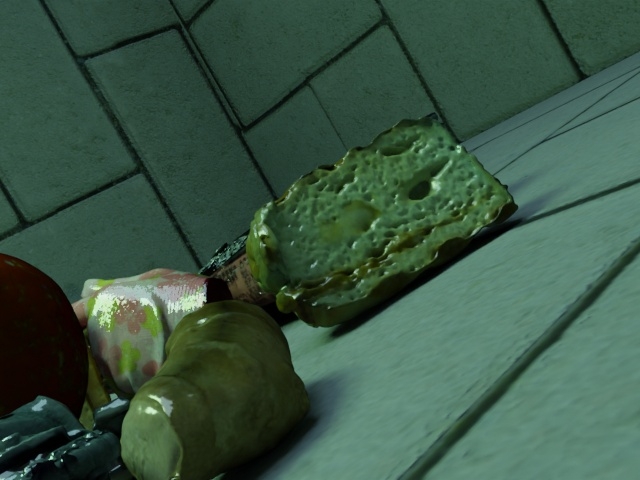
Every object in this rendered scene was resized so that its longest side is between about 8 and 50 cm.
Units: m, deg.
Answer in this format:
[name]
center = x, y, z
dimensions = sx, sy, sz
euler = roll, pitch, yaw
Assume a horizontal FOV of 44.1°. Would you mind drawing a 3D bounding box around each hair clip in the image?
[hair clip]
center = -0.130, 0.140, 0.580
dimensions = 0.146, 0.056, 0.187
euler = -32, -5, -13

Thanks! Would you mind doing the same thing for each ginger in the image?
[ginger]
center = -0.059, 0.084, 0.458
dimensions = 0.095, 0.068, 0.190
euler = -26, 13, 3

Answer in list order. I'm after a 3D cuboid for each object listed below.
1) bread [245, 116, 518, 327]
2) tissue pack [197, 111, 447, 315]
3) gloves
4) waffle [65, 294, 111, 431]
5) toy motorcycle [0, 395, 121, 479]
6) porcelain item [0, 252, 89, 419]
[bread]
center = 0.046, -0.015, 0.682
dimensions = 0.232, 0.128, 0.088
euler = -30, -13, -18
[tissue pack]
center = 0.000, 0.000, 0.911
dimensions = 0.245, 0.123, 0.332
euler = -40, 6, -40
[gloves]
center = -0.209, 0.102, 0.840
dimensions = 0.241, 0.145, 0.126
euler = -14, -3, 16
[waffle]
center = -0.260, 0.136, 0.794
dimensions = 0.042, 0.148, 0.102
euler = -20, -6, -41
[toy motorcycle]
center = -0.219, 0.171, 0.416
dimensions = 0.307, 0.108, 0.173
euler = -30, -5, 8
[porcelain item]
center = -0.288, 0.085, 0.569
dimensions = 0.253, 0.252, 0.253
euler = -30, 4, 2
